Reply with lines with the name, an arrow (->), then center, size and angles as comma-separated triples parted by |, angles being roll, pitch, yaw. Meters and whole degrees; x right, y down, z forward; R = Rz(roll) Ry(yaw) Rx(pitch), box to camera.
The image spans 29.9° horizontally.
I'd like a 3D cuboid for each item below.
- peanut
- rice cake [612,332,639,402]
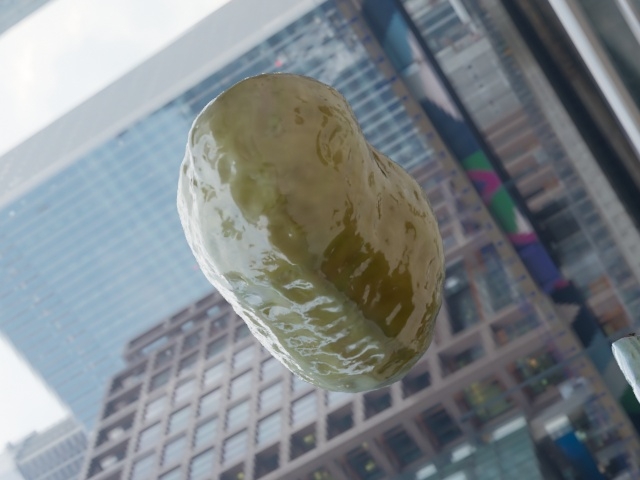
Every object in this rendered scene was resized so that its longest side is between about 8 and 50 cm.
peanut -> 0.000, 0.000, 0.672 | 0.224, 0.129, 0.129 | 54, -167, -48
rice cake -> 0.339, 0.139, 0.892 | 0.037, 0.198, 0.189 | 111, 143, -51
